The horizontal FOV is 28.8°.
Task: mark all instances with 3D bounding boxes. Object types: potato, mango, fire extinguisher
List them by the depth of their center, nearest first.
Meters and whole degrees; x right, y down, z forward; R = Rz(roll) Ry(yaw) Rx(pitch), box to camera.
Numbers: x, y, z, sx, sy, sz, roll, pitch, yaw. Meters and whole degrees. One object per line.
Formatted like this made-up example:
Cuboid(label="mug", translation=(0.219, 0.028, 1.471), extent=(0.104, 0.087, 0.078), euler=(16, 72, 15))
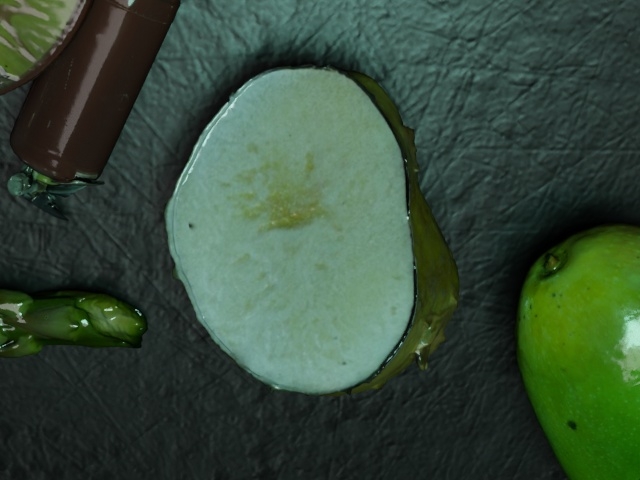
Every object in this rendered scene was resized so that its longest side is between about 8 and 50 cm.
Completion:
Cuboid(label="fire extinguisher", translation=(-0.214, -0.137, 1.153), extent=(0.105, 0.105, 0.269), euler=(24, 105, -11))
Cuboid(label="potato", translation=(0.000, 0.000, 1.173), extent=(0.246, 0.196, 0.300), euler=(-9, 81, 13))
Cuboid(label="mango", translation=(0.327, 0.152, 1.230), extent=(0.225, 0.201, 0.382), euler=(-29, 111, -5))

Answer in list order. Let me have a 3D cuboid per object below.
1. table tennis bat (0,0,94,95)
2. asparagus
Cuboid(label="table tennis bat", translation=(-0.294, -0.307, 1.044), extent=(0.268, 0.051, 0.415), euler=(25, 106, -6))
Cuboid(label="asparagus", translation=(-0.318, 0.079, 1.226), extent=(0.287, 0.080, 0.080), euler=(-4, 109, -2))
